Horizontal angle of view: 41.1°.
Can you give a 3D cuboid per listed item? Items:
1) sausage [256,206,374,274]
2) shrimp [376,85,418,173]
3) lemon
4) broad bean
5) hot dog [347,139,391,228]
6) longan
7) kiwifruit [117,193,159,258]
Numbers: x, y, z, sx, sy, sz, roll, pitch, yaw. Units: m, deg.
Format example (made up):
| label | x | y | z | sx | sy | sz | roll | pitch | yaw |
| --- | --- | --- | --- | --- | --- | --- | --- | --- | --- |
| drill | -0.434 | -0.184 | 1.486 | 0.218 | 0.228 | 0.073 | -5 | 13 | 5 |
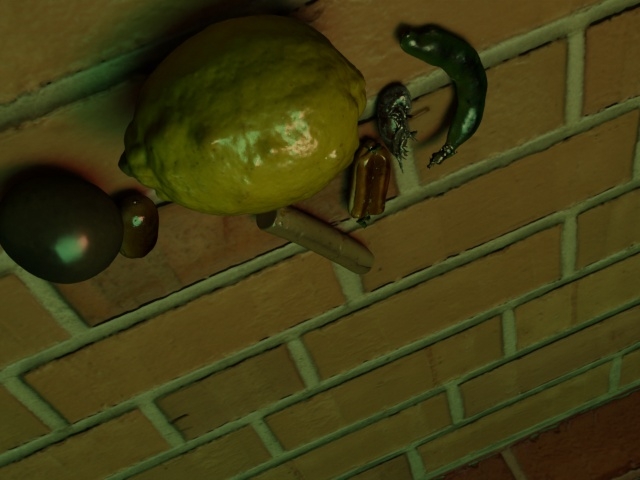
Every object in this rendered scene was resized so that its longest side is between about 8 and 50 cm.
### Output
| label | x | y | z | sx | sy | sz | roll | pitch | yaw |
| --- | --- | --- | --- | --- | --- | --- | --- | --- | --- |
| sausage | 0.001 | -0.001 | 1.587 | 0.066 | 0.066 | 0.301 | -42 | 141 | 21 |
| shrimp | 0.132 | -0.185 | 1.440 | 0.065 | 0.056 | 0.165 | -13 | 129 | 7 |
| lemon | -0.102 | -0.171 | 1.176 | 0.316 | 0.285 | 0.285 | 12 | 133 | -8 |
| broad bean | 0.214 | -0.250 | 1.412 | 0.144 | 0.049 | 0.292 | -32 | 137 | -11 |
| hot dog | 0.085 | -0.103 | 1.519 | 0.072 | 0.055 | 0.188 | -10 | 140 | -14 |
| longan | -0.390 | -0.017 | 1.280 | 0.187 | 0.167 | 0.167 | 26 | 122 | -20 |
| kiwifruit | -0.300 | -0.023 | 1.384 | 0.075 | 0.075 | 0.124 | -9 | 143 | -20 |
